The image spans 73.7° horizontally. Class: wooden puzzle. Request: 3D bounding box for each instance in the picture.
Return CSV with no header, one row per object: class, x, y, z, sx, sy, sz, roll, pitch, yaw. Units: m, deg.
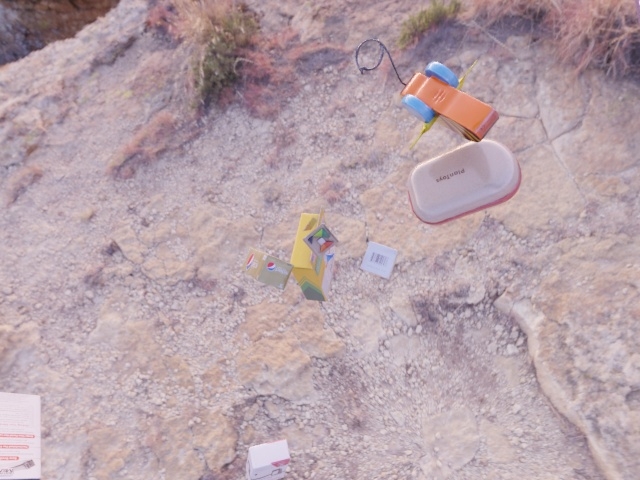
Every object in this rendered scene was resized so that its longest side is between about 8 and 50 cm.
wooden puzzle,0.000,0.000,1.099,0.078,0.116,0.014,-44,17,12

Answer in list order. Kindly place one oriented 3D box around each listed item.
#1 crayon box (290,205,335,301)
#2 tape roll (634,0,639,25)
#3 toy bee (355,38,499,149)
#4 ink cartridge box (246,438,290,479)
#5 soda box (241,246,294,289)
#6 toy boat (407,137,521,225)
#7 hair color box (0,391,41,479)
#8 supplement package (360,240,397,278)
crayon box,-0.024,0.051,1.439,0.083,0.323,0.203,5,61,13
tape roll,0.319,-0.126,0.341,0.080,0.189,0.189,-13,58,40
toy bee,0.230,-0.294,0.863,0.195,0.162,0.298,-33,72,19
ink cartridge box,-0.155,0.649,1.246,0.109,0.150,0.063,-5,45,-20
soda box,-0.120,0.058,0.928,0.061,0.181,0.058,23,86,-21
toy boat,0.316,-0.114,0.932,0.231,0.151,0.151,-21,63,27
hair color box,-0.481,0.307,0.643,0.053,0.093,0.167,-58,40,7
supplement package,0.215,0.075,1.546,0.105,0.179,0.105,19,88,12
